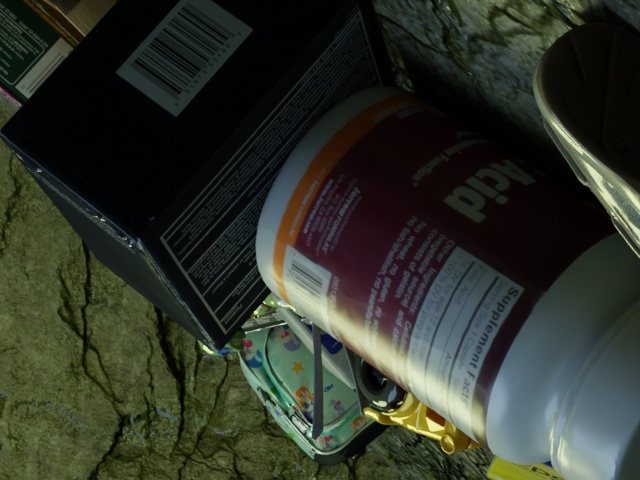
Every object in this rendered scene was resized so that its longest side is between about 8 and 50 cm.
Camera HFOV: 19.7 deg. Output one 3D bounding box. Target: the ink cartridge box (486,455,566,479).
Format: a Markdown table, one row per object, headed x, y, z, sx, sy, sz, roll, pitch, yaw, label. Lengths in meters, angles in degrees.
| x | y | z | sx | sy | sz | roll | pitch | yaw | label |
| --- | --- | --- | --- | --- | --- | --- | --- | --- | --- |
| 0.344 | 0.276 | 2.056 | 0.304 | 0.072 | 0.307 | 23 | 169 | 7 | ink cartridge box |

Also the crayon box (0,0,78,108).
| x | y | z | sx | sy | sz | roll | pitch | yaw | label |
| --- | --- | --- | --- | --- | --- | --- | --- | --- | --- |
| -0.425 | -0.289 | 2.250 | 0.363 | 0.106 | 0.313 | 42 | 180 | -25 | crayon box |

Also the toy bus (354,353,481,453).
| x | y | z | sx | sy | sz | roll | pitch | yaw | label |
| --- | --- | --- | --- | --- | --- | --- | --- | --- | --- |
| 0.151 | 0.096 | 1.778 | 0.211 | 0.149 | 0.220 | 27 | 118 | 52 | toy bus |

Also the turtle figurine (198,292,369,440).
| x | y | z | sx | sy | sz | roll | pitch | yaw | label |
| --- | --- | --- | --- | --- | --- | --- | --- | --- | --- |
| 0.010 | 0.036 | 1.887 | 0.275 | 0.266 | 0.198 | 34 | -170 | 35 | turtle figurine |

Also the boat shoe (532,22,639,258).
| x | y | z | sx | sy | sz | roll | pitch | yaw | label |
| --- | --- | --- | --- | --- | --- | --- | --- | --- | --- |
| 0.257 | -0.020 | 1.265 | 0.302 | 0.109 | 0.098 | 47 | 175 | 1 | boat shoe |

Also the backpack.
| x | y | z | sx | sy | sz | roll | pitch | yaw | label |
| --- | --- | --- | --- | --- | --- | --- | --- | --- | --- |
| 0.005 | 0.163 | 2.608 | 0.253 | 0.225 | 0.191 | 48 | 169 | 20 | backpack |

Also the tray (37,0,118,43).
| x | y | z | sx | sy | sz | roll | pitch | yaw | label |
| --- | --- | --- | --- | --- | --- | --- | --- | --- | --- |
| -0.229 | -0.236 | 2.066 | 0.203 | 0.076 | 0.411 | 45 | 179 | -21 | tray |

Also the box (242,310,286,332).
| x | y | z | sx | sy | sz | roll | pitch | yaw | label |
| --- | --- | --- | --- | --- | --- | --- | --- | --- | --- |
| -0.095 | 0.025 | 2.461 | 0.270 | 0.060 | 0.216 | -15 | 131 | 35 | box |

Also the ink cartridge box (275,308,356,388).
| x | y | z | sx | sy | sz | roll | pitch | yaw | label |
| --- | --- | --- | --- | --- | --- | --- | --- | --- | --- |
| 0.000 | 0.000 | 2.068 | 0.069 | 0.176 | 0.371 | 33 | 167 | 43 | ink cartridge box |

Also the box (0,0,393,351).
| x | y | z | sx | sy | sz | roll | pitch | yaw | label |
| --- | --- | --- | --- | --- | --- | --- | --- | --- | --- |
| -0.094 | -0.098 | 1.669 | 0.183 | 0.296 | 0.294 | 37 | 168 | 22 | box |

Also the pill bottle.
| x | y | z | sx | sy | sz | roll | pitch | yaw | label |
| --- | --- | --- | --- | --- | --- | --- | --- | --- | --- |
| 0.154 | 0.049 | 1.579 | 0.392 | 0.224 | 0.224 | 34 | 168 | 30 | pill bottle |
